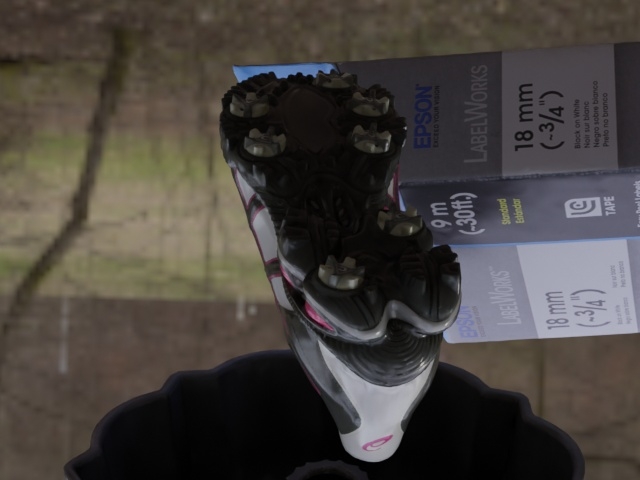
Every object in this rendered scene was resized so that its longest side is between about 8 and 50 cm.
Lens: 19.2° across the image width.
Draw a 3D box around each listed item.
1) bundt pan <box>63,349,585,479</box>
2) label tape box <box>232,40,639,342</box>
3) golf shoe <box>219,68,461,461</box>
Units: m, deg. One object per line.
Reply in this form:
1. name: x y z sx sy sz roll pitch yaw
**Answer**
1. bundt pan: 0.006 0.202 1.181 0.331 0.124 0.331 0 -153 0
2. label tape box: 0.126 -0.025 1.277 0.334 0.106 0.240 -3 152 11
3. golf shoe: 0.000 0.000 1.034 0.105 0.120 0.273 -2 -145 -9
